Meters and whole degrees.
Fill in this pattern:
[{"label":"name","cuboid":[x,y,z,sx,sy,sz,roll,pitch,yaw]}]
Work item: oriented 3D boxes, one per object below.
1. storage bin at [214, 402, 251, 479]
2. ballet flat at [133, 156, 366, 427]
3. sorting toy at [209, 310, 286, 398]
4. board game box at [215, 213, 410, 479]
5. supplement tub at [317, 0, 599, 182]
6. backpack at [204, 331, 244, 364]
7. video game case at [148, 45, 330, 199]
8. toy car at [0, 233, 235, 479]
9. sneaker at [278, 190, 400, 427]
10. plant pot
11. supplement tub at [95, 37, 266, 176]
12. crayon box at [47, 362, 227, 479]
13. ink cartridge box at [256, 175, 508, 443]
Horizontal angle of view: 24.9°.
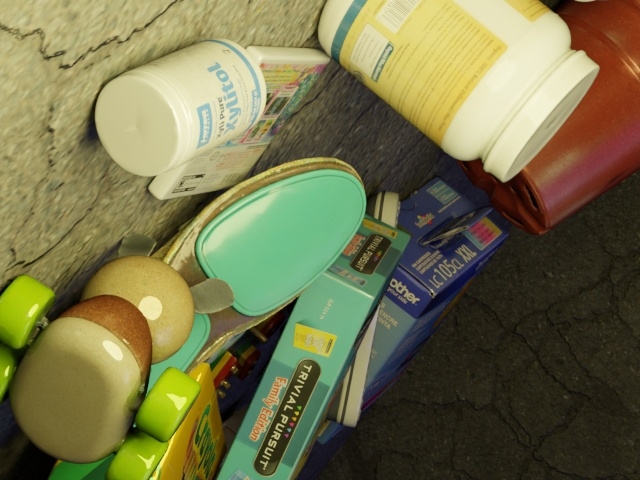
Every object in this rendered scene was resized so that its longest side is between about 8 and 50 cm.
[{"label":"storage bin","cuboid":[-0.186,0.397,2.116,0.262,0.123,0.260,-32,160,-55]},{"label":"ballet flat","cuboid":[-0.112,0.042,1.243,0.348,0.123,0.123,-43,168,-20]},{"label":"sorting toy","cuboid":[-0.116,0.146,1.736,0.274,0.046,0.132,-40,166,-37]},{"label":"board game box","cuboid":[-0.013,0.155,1.687,0.336,0.079,0.254,-66,175,19]},{"label":"supplement tub","cuboid":[0.113,-0.157,1.190,0.144,0.200,0.144,-46,169,-12]},{"label":"backpack","cuboid":[-0.102,0.054,1.378,0.105,0.084,0.114,-44,166,-35]},{"label":"video game case","cuboid":[-0.063,-0.097,1.183,0.143,0.019,0.157,-53,168,17]},{"label":"toy car","cuboid":[-0.150,0.070,1.114,0.188,0.155,0.149,-56,177,-47]},{"label":"sneaker","cuboid":[0.019,0.083,1.875,0.126,0.128,0.321,-63,165,-75]},{"label":"plant pot","cuboid":[0.329,-0.164,1.936,0.265,0.272,0.272,-38,167,-12]},{"label":"supplement tub","cuboid":[-0.091,-0.090,0.962,0.107,0.071,0.071,-36,163,-53]},{"label":"crayon box","cuboid":[-0.204,0.296,1.464,0.363,0.106,0.313,93,20,-69]},{"label":"ink cartridge box","cuboid":[0.105,0.078,2.116,0.270,0.151,0.395,-34,160,-54]}]
